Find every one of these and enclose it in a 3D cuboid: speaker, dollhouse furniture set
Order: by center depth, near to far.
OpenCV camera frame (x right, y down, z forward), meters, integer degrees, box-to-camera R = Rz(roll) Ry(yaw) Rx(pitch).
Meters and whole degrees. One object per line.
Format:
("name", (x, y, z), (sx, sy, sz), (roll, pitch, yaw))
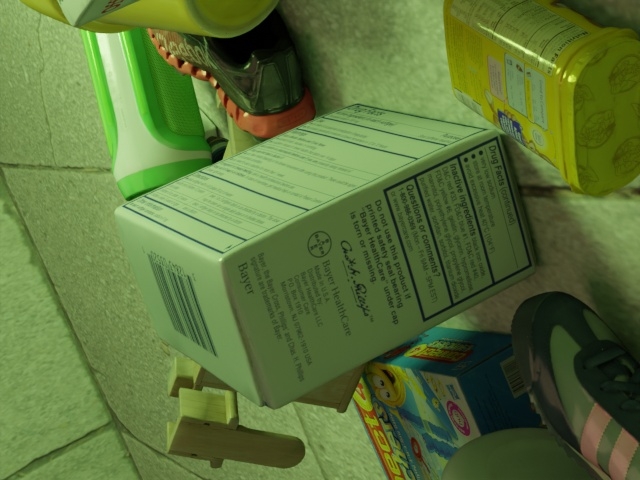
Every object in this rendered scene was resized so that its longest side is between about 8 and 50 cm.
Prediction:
("dollhouse furniture set", (-0.059, 0.034, 1.734), (0.355, 0.174, 0.303), (-99, 26, -53))
("speaker", (-0.218, -0.203, 1.854), (0.131, 0.131, 0.296), (151, 106, -70))

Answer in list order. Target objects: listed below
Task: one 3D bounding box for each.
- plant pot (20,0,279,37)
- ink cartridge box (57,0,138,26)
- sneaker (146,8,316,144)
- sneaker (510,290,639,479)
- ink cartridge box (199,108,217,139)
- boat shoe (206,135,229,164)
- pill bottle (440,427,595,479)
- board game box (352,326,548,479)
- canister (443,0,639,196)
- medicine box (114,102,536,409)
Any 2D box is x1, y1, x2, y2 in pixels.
("plant pot", (-0.161, -0.313, 1.515), (0.239, 0.254, 0.254), (26, 141, 35))
("ink cartridge box", (-0.084, -0.300, 1.238), (0.121, 0.289, 0.211), (63, 160, -2))
("sneaker", (-0.105, -0.223, 1.670), (0.276, 0.098, 0.135), (43, 153, 38))
("sneaker", (0.280, 0.163, 1.237), (0.319, 0.112, 0.131), (57, 143, 9))
("ink cartridge box", (-0.191, -0.118, 2.022), (0.092, 0.090, 0.143), (47, 155, 38))
("boat shoe", (-0.105, -0.053, 1.947), (0.066, 0.066, 0.183), (-125, 20, -57))
("pill bottle", (0.187, 0.343, 1.385), (0.181, 0.182, 0.322), (37, 132, 50))
("board game box", (0.163, 0.244, 1.615), (0.308, 0.086, 0.302), (66, 159, -9))
("canister", (0.168, -0.125, 1.160), (0.170, 0.073, 0.126), (42, 152, 47))
("medicine box", (0.000, 0.000, 1.410), (0.263, 0.289, 0.149), (22, 133, 61))
